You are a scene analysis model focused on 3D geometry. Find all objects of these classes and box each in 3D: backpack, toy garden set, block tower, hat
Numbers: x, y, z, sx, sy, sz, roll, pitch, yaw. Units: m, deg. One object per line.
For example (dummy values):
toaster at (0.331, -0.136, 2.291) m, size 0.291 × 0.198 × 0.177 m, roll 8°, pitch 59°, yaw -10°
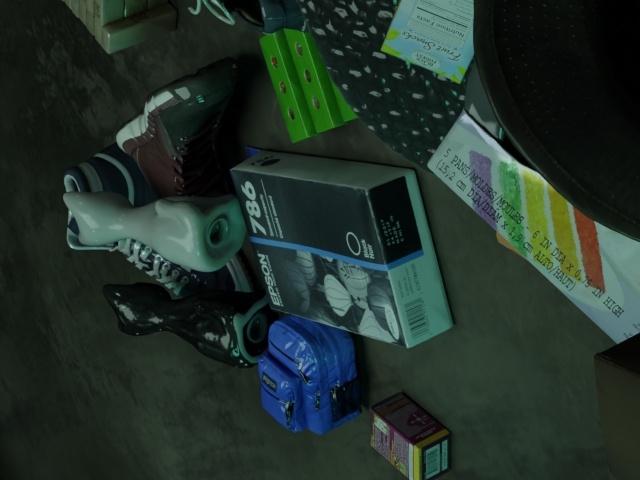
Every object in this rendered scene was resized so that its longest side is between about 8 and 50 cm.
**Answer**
backpack at (-0.012, 0.136, 1.861) m, size 0.098 × 0.101 × 0.120 m, roll 31°, pitch 134°, yaw 39°
toy garden set at (0.007, -0.209, 1.610) m, size 0.244 × 0.049 × 0.204 m, roll -13°, pitch 95°, yaw 68°
block tower at (-0.284, -0.353, 1.978) m, size 0.335 × 0.091 × 0.097 m, roll 49°, pitch 149°, yaw 30°
hat at (0.260, -0.132, 1.036) m, size 0.331 × 0.331 × 0.134 m, roll 65°, pitch -170°, yaw 4°

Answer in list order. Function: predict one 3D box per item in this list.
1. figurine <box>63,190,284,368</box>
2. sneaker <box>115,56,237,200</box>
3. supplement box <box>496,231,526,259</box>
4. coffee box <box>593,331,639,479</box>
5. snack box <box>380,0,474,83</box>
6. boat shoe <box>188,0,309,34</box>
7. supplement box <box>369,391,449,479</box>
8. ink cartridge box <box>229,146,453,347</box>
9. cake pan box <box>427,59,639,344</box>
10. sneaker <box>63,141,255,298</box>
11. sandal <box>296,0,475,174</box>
figurine at (-0.171, 0.031, 1.910) m, size 0.209 × 0.092 × 0.215 m, roll 6°, pitch 130°, yaw 33°
sneaker at (-0.123, -0.090, 1.893) m, size 0.162 × 0.106 × 0.281 m, roll 62°, pitch 160°, yaw 0°
supplement box at (0.187, -0.090, 1.343) m, size 0.078 × 0.080 × 0.233 m, roll 39°, pitch 144°, yaw 42°
coffee box at (0.322, 0.081, 0.985) m, size 0.168 × 0.297 × 0.119 m, roll 26°, pitch 133°, yaw 52°
snack box at (0.121, -0.241, 1.223) m, size 0.070 × 0.174 × 0.207 m, roll 23°, pitch 140°, yaw 2°
boat shoe at (-0.073, -0.241, 1.597) m, size 0.254 × 0.079 × 0.095 m, roll 43°, pitch 146°, yaw 51°
supplement box at (0.090, 0.202, 1.785) m, size 0.083 × 0.043 × 0.055 m, roll 38°, pitch 142°, yaw 42°
ink cartridge box at (0.000, 0.000, 1.772) m, size 0.332 × 0.065 × 0.165 m, roll 11°, pitch 121°, yaw 60°
cake pan box at (0.223, -0.056, 1.211) m, size 0.267 × 0.070 × 0.246 m, roll 45°, pitch 137°, yaw 10°
sneaker at (-0.193, 0.013, 2.030) m, size 0.282 × 0.153 × 0.099 m, roll 60°, pitch 153°, yaw 12°
sandal at (0.039, -0.252, 1.409) m, size 0.167 × 0.107 × 0.446 m, roll -18°, pitch 110°, yaw 46°
